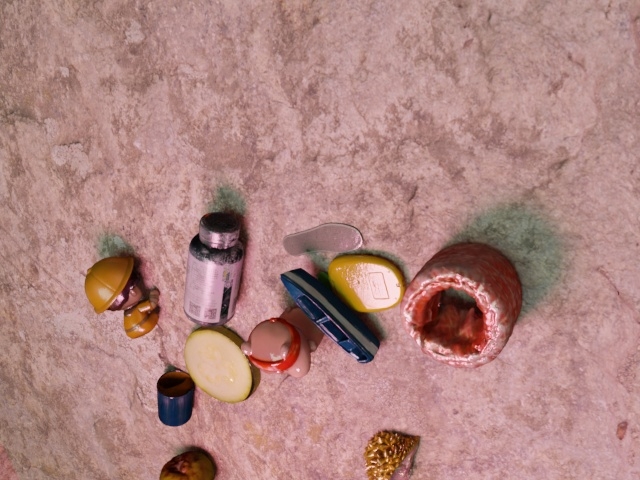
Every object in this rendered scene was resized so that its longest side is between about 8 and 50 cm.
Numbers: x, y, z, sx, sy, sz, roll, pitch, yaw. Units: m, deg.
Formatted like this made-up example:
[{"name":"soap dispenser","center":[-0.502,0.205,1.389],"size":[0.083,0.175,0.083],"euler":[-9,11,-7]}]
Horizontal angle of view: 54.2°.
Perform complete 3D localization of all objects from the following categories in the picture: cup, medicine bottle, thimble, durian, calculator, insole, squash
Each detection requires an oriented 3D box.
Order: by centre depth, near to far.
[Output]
[{"name":"thimble","center":[0.292,0.133,1.282],"size":[0.239,0.162,0.239],"euler":[12,119,23]},{"name":"calculator","center":[0.091,0.102,1.470],"size":[0.234,0.032,0.146],"euler":[-5,109,36]},{"name":"insole","center":[0.000,0.000,1.496],"size":[0.232,0.003,0.080],"euler":[-8,108,35]},{"name":"durian","center":[0.178,0.587,1.613],"size":[0.132,0.165,0.182],"euler":[12,149,-7]},{"name":"medicine bottle","center":[-0.274,0.073,1.616],"size":[0.141,0.141,0.293],"euler":[26,125,19]},{"name":"squash","center":[-0.287,0.361,1.831],"size":[0.252,0.049,0.252],"euler":[12,117,25]},{"name":"cup","center":[-0.456,0.489,1.972],"size":[0.113,0.150,0.138],"euler":[4,122,-8]}]

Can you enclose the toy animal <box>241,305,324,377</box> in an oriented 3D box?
[{"name":"toy animal","center":[-0.085,0.254,1.550],"size":[0.171,0.197,0.171],"euler":[14,116,30]}]

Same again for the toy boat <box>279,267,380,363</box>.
[{"name":"toy boat","center":[0.022,0.173,1.499],"size":[0.299,0.062,0.096],"euler":[45,155,-5]}]

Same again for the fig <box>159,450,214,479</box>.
[{"name":"fig","center":[-0.438,0.789,2.051],"size":[0.181,0.181,0.191],"euler":[24,141,20]}]

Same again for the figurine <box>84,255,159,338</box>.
[{"name":"figurine","center":[-0.583,0.169,1.845],"size":[0.192,0.167,0.257],"euler":[-31,97,25]}]
